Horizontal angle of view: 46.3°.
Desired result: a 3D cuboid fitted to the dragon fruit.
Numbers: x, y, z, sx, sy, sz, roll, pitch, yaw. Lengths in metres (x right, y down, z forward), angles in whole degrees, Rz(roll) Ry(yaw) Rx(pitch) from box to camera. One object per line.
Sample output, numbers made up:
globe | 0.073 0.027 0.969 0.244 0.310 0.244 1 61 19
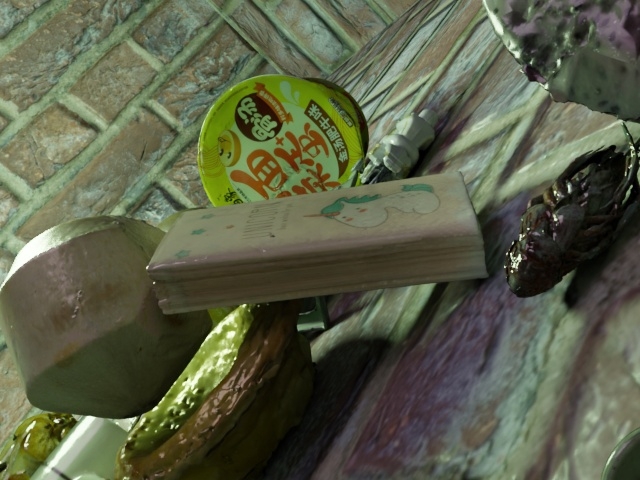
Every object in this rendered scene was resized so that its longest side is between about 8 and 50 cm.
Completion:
dragon fruit | 0.284 -0.200 0.589 0.283 0.221 0.203 36 122 43

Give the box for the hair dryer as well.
hair dryer | -0.291 0.345 0.991 0.203 0.128 0.362 -53 19 -27

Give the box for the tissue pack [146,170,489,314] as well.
tissue pack | 0.000 0.000 0.790 0.326 0.071 0.170 -8 24 6

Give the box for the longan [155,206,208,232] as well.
longan | -0.249 0.054 1.477 0.248 0.248 0.248 -44 14 13

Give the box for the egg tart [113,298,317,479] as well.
egg tart | -0.102 0.183 0.852 0.315 0.120 0.315 -45 11 12

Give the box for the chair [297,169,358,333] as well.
chair | -0.056 0.026 1.040 0.275 0.190 0.203 -11 27 18

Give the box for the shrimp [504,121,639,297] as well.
shrimp | 0.212 -0.028 0.600 0.190 0.075 0.073 -40 -21 -13

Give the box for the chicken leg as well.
chicken leg | -0.564 0.497 1.384 0.201 0.153 0.429 -51 14 47

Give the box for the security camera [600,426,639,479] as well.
security camera | 0.176 0.124 0.328 0.058 0.058 0.092 -48 26 -1

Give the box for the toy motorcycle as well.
toy motorcycle | 0.128 -0.144 1.187 0.151 0.074 0.228 -45 3 32

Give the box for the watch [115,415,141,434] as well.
watch | -0.335 0.217 1.317 0.102 0.165 0.268 13 71 24

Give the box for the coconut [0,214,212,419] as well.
coconut | -0.237 0.094 0.854 0.241 0.241 0.241 -44 14 13

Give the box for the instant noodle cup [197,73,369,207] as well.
instant noodle cup | -0.042 -0.171 1.378 0.311 0.311 0.221 -41 6 25

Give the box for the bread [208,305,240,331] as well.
bread | -0.194 0.147 1.253 0.213 0.105 0.213 -51 5 7
